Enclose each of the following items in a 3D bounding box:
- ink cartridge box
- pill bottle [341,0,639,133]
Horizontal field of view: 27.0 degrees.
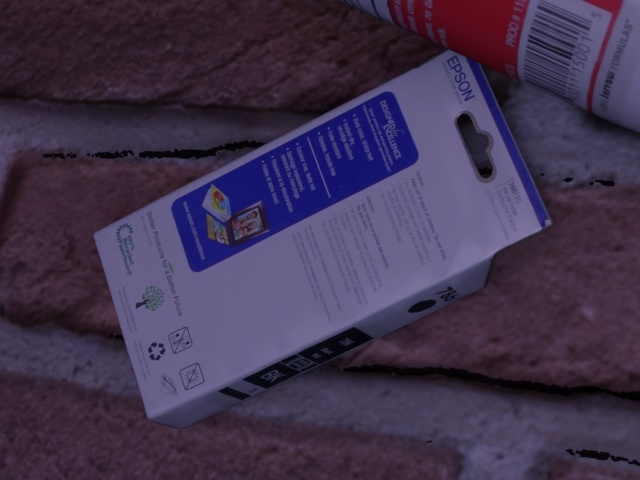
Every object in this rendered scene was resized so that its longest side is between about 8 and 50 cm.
[{"bbox_3d":[0.000,0.000,0.991,0.332,0.065,0.165,-26,66,15],"label":"ink cartridge box"},{"bbox_3d":[0.097,-0.250,0.896,0.407,0.229,0.229,27,86,15],"label":"pill bottle"}]
